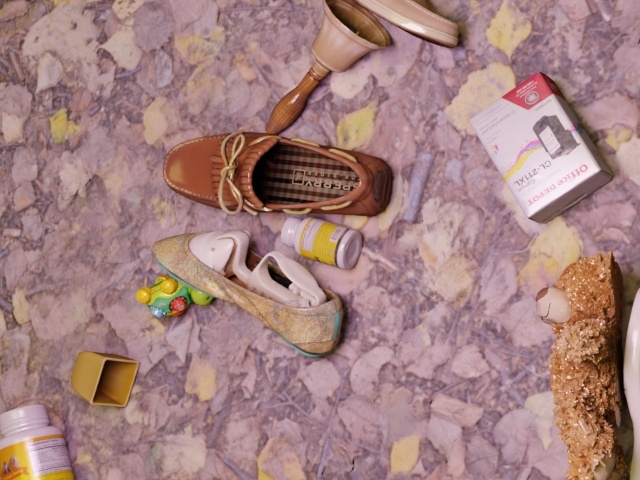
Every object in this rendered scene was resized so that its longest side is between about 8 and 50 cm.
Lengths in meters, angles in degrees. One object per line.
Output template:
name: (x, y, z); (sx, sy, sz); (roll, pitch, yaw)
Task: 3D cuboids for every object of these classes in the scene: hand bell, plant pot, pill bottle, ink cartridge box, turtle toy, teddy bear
hand bell: (-0.011, -0.253, 2.027); (0.126, 0.126, 0.242); (51, 118, 22)
plant pot: (-0.366, 0.222, 2.153); (0.083, 0.081, 0.081); (20, 94, 39)
pill bottle: (0.000, 0.000, 1.999); (0.116, 0.065, 0.065); (18, 93, 28)
pill bottle: (-0.474, 0.388, 2.164); (0.117, 0.117, 0.215); (-23, 74, 23)
ink cartridge box: (0.315, -0.131, 1.852); (0.127, 0.072, 0.175); (-35, 70, 18)
turtle toy: (-0.229, 0.086, 2.097); (0.130, 0.095, 0.066); (-19, 98, 24)
teddy bear: (0.342, 0.184, 1.715); (0.113, 0.245, 0.338); (-4, 87, 20)

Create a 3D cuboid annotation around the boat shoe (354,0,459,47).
boat shoe: (0.101, -0.392, 1.971); (0.302, 0.109, 0.098); (38, 103, 30)

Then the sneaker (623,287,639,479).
sneaker: (0.482, 0.231, 1.709); (0.148, 0.131, 0.350); (-3, 89, 19)

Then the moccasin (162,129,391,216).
moccasin: (-0.084, -0.098, 2.005); (0.380, 0.147, 0.139); (14, 91, 27)

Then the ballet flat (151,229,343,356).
ballet flat: (-0.109, 0.051, 2.012); (0.348, 0.123, 0.123); (31, 98, 22)
